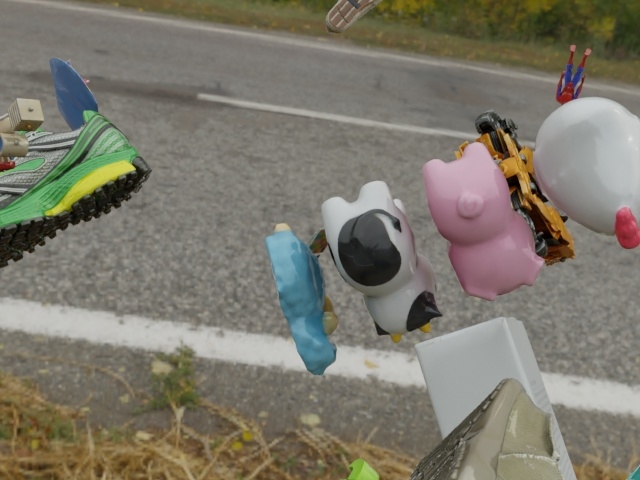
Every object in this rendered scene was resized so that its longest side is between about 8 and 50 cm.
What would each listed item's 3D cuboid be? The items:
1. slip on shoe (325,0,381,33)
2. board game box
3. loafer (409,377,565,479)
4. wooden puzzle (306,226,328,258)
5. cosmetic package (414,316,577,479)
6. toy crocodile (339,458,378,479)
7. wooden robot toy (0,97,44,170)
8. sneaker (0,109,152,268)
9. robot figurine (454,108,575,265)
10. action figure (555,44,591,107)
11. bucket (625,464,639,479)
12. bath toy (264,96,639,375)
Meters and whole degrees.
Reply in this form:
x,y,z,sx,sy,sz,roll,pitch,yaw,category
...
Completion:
x,y,z,sx,sy,sz,roll,pitch,yaw,category
0.059,-0.381,1.282,0.051,0.135,0.041,43,-12,-4,slip on shoe
-0.403,-0.236,1.358,0.133,0.168,0.033,40,57,23,board game box
0.112,0.166,0.507,0.092,0.102,0.268,44,18,11,loafer
0.000,0.000,1.170,0.006,0.083,0.049,46,26,23,wooden puzzle
0.316,0.364,1.302,0.162,0.453,0.230,-20,-14,17,cosmetic package
0.049,0.682,1.883,0.115,0.340,0.105,35,-26,-25,toy crocodile
-0.395,-0.119,0.922,0.173,0.076,0.079,-7,-2,42,wooden robot toy
-0.418,-0.067,1.114,0.344,0.134,0.146,-32,81,-32,sneaker
0.271,-0.057,1.095,0.085,0.211,0.291,-24,-23,25,robot figurine
0.394,-0.250,1.248,0.038,0.115,0.030,16,47,13,action figure
0.448,0.444,1.016,0.281,0.183,0.281,21,35,-16,bucket
0.127,0.003,0.703,0.348,0.151,0.129,-24,60,15,bath toy
